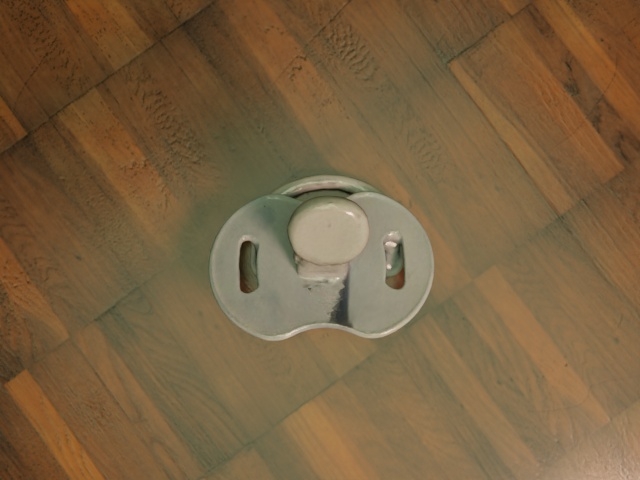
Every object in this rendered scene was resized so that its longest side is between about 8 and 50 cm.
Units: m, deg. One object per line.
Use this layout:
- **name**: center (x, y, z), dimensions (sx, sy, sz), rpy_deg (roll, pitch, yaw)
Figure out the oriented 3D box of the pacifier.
- **pacifier**: center (0.000, 0.000, 1.132), dimensions (0.279, 0.207, 0.227), rpy_deg (-2, 69, 0)
